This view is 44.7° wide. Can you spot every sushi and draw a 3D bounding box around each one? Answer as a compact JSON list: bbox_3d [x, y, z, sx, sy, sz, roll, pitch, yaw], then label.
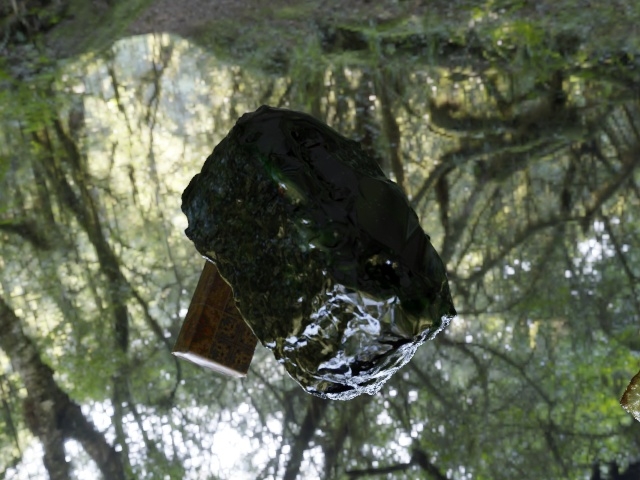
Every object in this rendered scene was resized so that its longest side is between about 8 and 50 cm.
[{"bbox_3d":[0.000,0.000,0.573,0.124,0.127,0.225,-5,-130,-48],"label":"sushi"}]

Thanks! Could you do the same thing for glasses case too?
[{"bbox_3d":[-0.086,0.032,0.841,0.075,0.218,0.049,27,159,-26],"label":"glasses case"}]

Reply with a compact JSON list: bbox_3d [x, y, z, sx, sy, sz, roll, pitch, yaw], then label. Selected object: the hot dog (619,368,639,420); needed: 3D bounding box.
[{"bbox_3d":[0.236,0.051,0.428,0.061,0.078,0.169,38,-108,27],"label":"hot dog"}]
